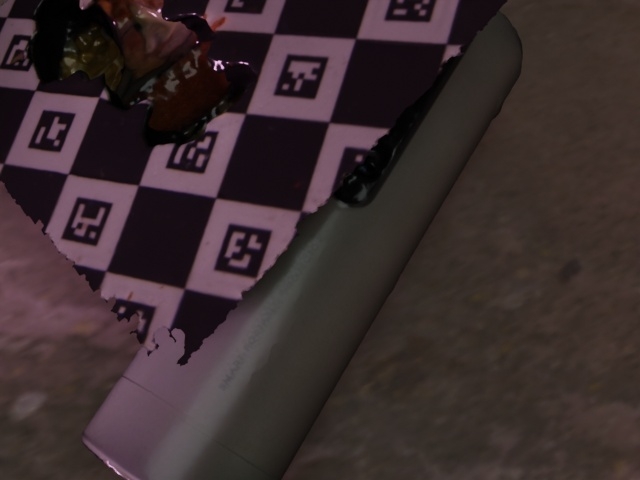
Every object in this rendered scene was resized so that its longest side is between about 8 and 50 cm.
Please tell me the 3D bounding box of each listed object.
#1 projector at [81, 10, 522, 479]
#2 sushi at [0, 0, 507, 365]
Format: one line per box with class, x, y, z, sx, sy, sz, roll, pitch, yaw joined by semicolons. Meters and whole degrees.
projector;0.000;0.000;0.469;0.108;0.108;0.337;31;74;3
sushi;-0.074;-0.100;0.474;0.290;0.050;0.264;38;86;29
